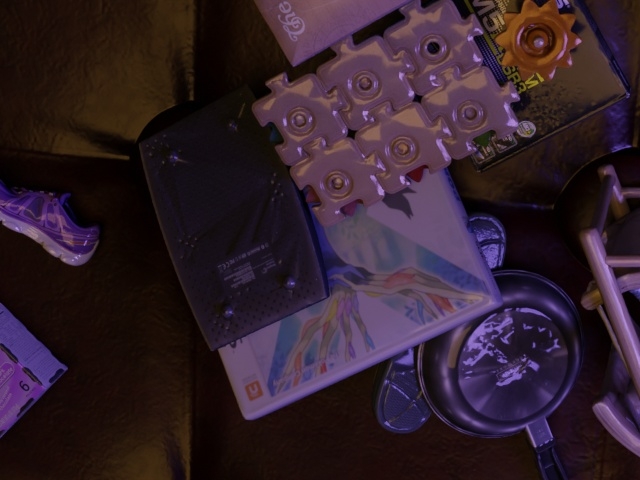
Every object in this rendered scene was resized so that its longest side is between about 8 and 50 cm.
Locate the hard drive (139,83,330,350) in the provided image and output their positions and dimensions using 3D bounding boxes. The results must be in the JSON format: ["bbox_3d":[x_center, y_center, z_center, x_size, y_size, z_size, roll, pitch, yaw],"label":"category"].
[{"bbox_3d":[-0.091,-0.024,1.563,0.172,0.054,0.255,-26,76,23],"label":"hard drive"}]

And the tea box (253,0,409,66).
[{"bbox_3d":[0.019,-0.379,1.337,0.220,0.323,0.329,-27,100,22],"label":"tea box"}]

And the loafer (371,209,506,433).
[{"bbox_3d":[0.119,0.082,1.592,0.096,0.084,0.267,21,99,-19],"label":"loafer"}]

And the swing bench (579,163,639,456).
[{"bbox_3d":[0.357,0.073,1.429,0.165,0.253,0.255,-1,107,16],"label":"swing bench"}]

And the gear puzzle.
[{"bbox_3d":[0.106,-0.159,1.460,0.339,0.044,0.175,-27,107,16],"label":"gear puzzle"}]

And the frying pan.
[{"bbox_3d":[0.207,0.192,1.582,0.197,0.053,0.326,-6,105,-13],"label":"frying pan"}]

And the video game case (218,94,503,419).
[{"bbox_3d":[0.000,0.000,1.567,0.329,0.036,0.300,-27,77,22],"label":"video game case"}]

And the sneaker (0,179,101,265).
[{"bbox_3d":[-0.339,-0.040,1.706,0.170,0.068,0.071,32,99,-5],"label":"sneaker"}]

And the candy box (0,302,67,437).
[{"bbox_3d":[-0.448,0.154,1.787,0.196,0.070,0.165,44,114,-2],"label":"candy box"}]

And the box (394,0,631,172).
[{"bbox_3d":[0.202,-0.194,1.498,0.184,0.045,0.191,-26,100,24],"label":"box"}]
